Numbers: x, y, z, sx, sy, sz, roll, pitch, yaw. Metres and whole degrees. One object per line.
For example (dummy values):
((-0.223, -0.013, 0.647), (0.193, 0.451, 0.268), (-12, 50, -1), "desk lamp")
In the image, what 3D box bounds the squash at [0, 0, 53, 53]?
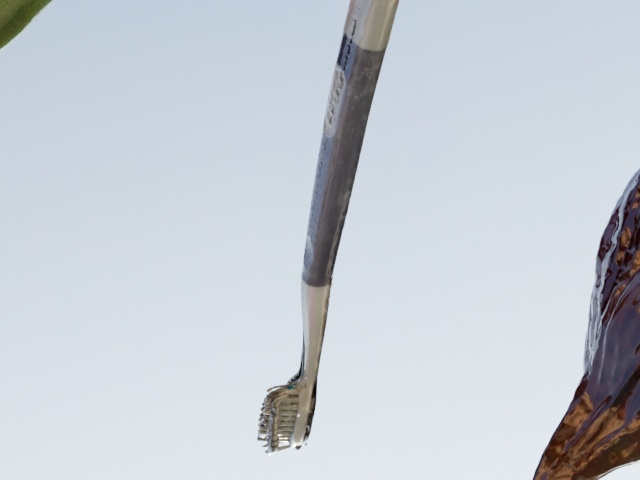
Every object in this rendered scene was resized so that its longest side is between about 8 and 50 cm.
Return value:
((-0.269, -0.150, 1.039), (0.395, 0.107, 0.107), (-47, -54, -26), "squash")

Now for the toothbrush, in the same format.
((0.000, 0.000, 0.673), (0.026, 0.024, 0.288), (-17, -39, -26), "toothbrush")

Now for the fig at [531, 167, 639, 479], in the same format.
((0.112, 0.035, 0.445), (0.201, 0.146, 0.134), (-30, -87, -6), "fig")
